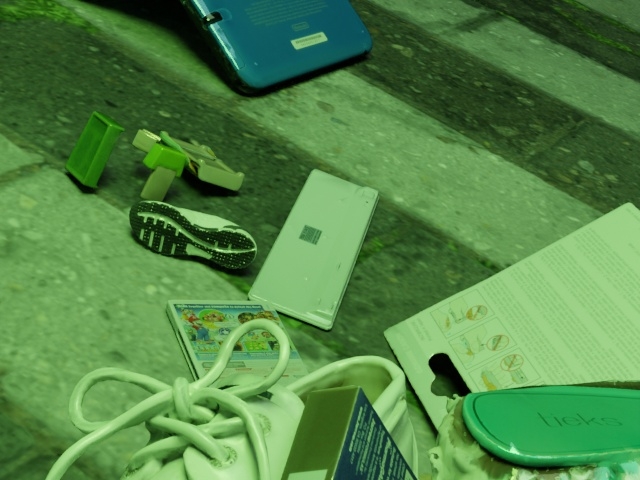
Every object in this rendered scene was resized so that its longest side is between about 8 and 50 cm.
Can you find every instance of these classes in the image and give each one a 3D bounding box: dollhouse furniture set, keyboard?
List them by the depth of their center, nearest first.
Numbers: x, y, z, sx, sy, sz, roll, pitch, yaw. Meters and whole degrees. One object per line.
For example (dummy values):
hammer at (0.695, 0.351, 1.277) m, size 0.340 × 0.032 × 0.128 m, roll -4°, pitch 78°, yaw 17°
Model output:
keyboard at (0.000, 0.000, 1.001) m, size 0.072 × 0.014 × 0.256 m, roll 16°, pitch 29°, yaw 4°
dollhouse furniture set at (-0.146, -0.063, 1.004) m, size 0.151 × 0.059 × 0.076 m, roll 16°, pitch 15°, yaw -47°

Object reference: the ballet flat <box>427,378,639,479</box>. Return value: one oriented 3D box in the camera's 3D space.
ballet flat at (0.260, 0.151, 0.720) m, size 0.408 × 0.147 × 0.147 m, roll -1°, pitch 34°, yaw -10°

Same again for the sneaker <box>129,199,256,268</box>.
sneaker at (-0.105, -0.006, 0.927) m, size 0.109 × 0.040 × 0.044 m, roll 21°, pitch 13°, yaw -6°

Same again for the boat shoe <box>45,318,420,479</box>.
boat shoe at (-0.049, 0.116, 0.552) m, size 0.135 × 0.157 × 0.367 m, roll 5°, pitch 9°, yaw 33°

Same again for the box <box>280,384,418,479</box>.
box at (0.039, 0.194, 0.532) m, size 0.036 × 0.225 × 0.136 m, roll -14°, pitch 35°, yaw 29°

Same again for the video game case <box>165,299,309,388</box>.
video game case at (-0.057, 0.084, 0.824) m, size 0.087 × 0.011 × 0.122 m, roll 2°, pitch 34°, yaw -27°

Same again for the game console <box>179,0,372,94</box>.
game console at (-0.118, -0.272, 1.366) m, size 0.250 × 0.173 × 0.293 m, roll 57°, pitch 37°, yaw 2°

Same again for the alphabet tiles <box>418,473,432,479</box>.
alphabet tiles at (0.199, 0.263, 0.681) m, size 0.285 × 0.011 × 0.342 m, roll 1°, pitch 34°, yaw -28°

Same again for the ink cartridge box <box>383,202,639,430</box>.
ink cartridge box at (0.187, 0.080, 0.853) m, size 0.232 × 0.066 × 0.189 m, roll -31°, pitch 32°, yaw 2°
